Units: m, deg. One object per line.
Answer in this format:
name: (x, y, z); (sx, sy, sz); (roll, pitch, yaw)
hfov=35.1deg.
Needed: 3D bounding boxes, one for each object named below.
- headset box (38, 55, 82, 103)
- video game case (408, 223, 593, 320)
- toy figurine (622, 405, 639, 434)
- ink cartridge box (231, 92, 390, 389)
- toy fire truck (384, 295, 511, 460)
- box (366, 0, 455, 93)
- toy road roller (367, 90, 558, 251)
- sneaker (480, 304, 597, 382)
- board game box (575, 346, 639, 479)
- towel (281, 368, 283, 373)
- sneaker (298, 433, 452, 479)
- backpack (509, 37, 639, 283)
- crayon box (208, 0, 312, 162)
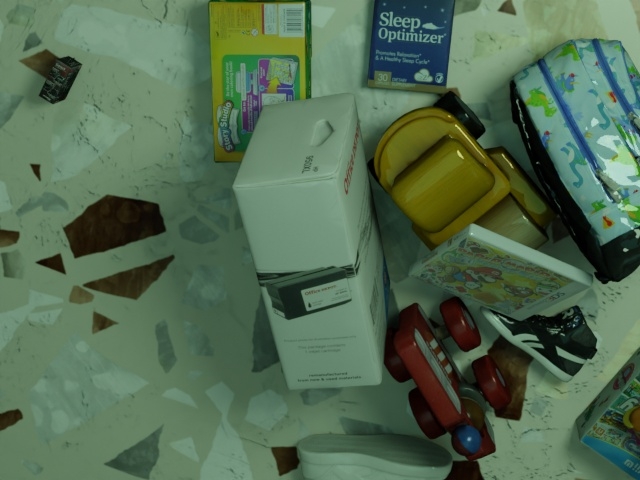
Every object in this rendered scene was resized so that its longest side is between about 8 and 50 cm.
headset box: (-0.458, -0.288, 1.794); (0.032, 0.062, 0.083); (32, 107, -3)
video game case: (0.287, 0.057, 1.643); (0.227, 0.026, 0.206); (22, 153, -15)
toy figurine: (0.617, 0.311, 1.643); (0.209, 0.213, 0.148); (-41, 109, 20)
ink cartridge box: (0.000, 0.000, 1.644); (0.166, 0.285, 0.395); (-6, 122, 11)
toy fire truck: (0.216, 0.256, 1.756); (0.169, 0.254, 0.302); (-27, 100, 14)
box: (0.155, -0.365, 1.704); (0.136, 0.036, 0.225); (6, 105, 6)
toy road roller: (0.228, -0.070, 1.670); (0.202, 0.240, 0.329); (-40, 97, 16)
sneaker: (0.397, 0.144, 1.799); (0.217, 0.079, 0.121); (37, 104, -12)
board game box: (0.637, 0.289, 1.793); (0.224, 0.097, 0.303); (34, 108, -2)
towel: (-0.016, 0.183, 1.892); (0.113, 0.023, 0.152); (7, 109, 8)
sneaker: (0.107, 0.462, 1.915); (0.292, 0.108, 0.169); (1, 108, 17)
backpack: (0.443, -0.144, 1.613); (0.273, 0.290, 0.355); (-43, 79, 18)
crayon box: (-0.100, -0.273, 1.739); (0.165, 0.081, 0.278); (2, 107, 7)
